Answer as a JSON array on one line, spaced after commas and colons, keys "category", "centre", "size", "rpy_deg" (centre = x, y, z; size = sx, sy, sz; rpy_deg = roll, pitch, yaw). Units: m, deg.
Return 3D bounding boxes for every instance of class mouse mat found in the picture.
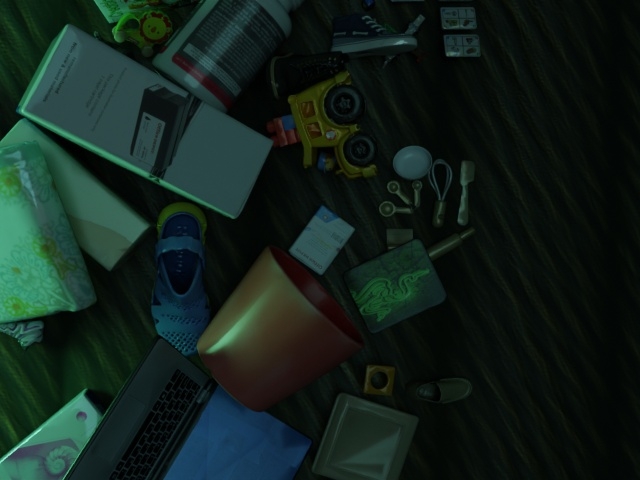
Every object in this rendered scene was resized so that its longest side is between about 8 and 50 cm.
[{"category": "mouse mat", "centre": [0.160, 0.099, 1.568], "size": [0.190, 0.007, 0.152], "rpy_deg": [-26, 94, 5]}]

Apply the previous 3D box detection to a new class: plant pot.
[{"category": "plant pot", "centre": [-0.091, 0.186, 1.442], "size": [0.243, 0.275, 0.275], "rpy_deg": [-43, 96, 6]}]

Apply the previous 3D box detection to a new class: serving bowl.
[{"category": "serving bowl", "centre": [0.198, -0.161, 1.560], "size": [0.083, 0.027, 0.083], "rpy_deg": [-5, 62, 10]}]

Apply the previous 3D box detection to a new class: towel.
[{"category": "towel", "centre": [-0.631, 0.002, 1.359], "size": [0.375, 0.090, 0.320], "rpy_deg": [-10, 111, 16]}]

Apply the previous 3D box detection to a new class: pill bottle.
[{"category": "pill bottle", "centre": [-0.169, -0.413, 1.447], "size": [0.176, 0.176, 0.318], "rpy_deg": [39, 87, -6]}]

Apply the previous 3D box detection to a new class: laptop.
[{"category": "laptop", "centre": [-0.248, 0.452, 1.386], "size": [0.236, 0.408, 0.381], "rpy_deg": [21, 69, 24]}]

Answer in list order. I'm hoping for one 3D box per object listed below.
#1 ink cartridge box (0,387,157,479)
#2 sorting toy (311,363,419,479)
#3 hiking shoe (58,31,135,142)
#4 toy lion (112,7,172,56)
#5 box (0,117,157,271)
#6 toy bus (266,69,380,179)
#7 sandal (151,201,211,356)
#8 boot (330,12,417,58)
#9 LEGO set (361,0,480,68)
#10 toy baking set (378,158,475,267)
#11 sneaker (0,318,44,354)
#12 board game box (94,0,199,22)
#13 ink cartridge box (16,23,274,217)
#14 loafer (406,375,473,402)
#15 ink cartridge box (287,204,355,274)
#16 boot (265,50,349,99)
[{"category": "ink cartridge box", "centre": [-0.500, 0.530, 1.482], "size": [0.330, 0.071, 0.324], "rpy_deg": [-40, 96, -6]}, {"category": "sorting toy", "centre": [0.095, 0.431, 1.564], "size": [0.196, 0.047, 0.347], "rpy_deg": [20, 89, -11]}, {"category": "hiking shoe", "centre": [-0.472, -0.305, 1.471], "size": [0.114, 0.086, 0.226], "rpy_deg": [32, 83, 9]}, {"category": "toy lion", "centre": [-0.353, -0.426, 1.467], "size": [0.100, 0.034, 0.096], "rpy_deg": [23, 115, -38]}, {"category": "box", "centre": [-0.482, -0.087, 1.433], "size": [0.311, 0.148, 0.121], "rpy_deg": [41, 88, -5]}, {"category": "toy bus", "centre": [0.005, -0.214, 1.498], "size": [0.212, 0.149, 0.220], "rpy_deg": [-18, 96, 7]}, {"category": "sandal", "centre": [-0.280, 0.090, 1.450], "size": [0.126, 0.138, 0.317], "rpy_deg": [-5, 107, -8]}, {"category": "boot", "centre": [0.107, -0.428, 1.502], "size": [0.190, 0.069, 0.086], "rpy_deg": [1, 89, 24]}, {"category": "LEGO set", "centre": [0.211, -0.468, 1.570], "size": [0.245, 0.060, 0.182], "rpy_deg": [-3, 79, -8]}, {"category": "toy baking set", "centre": [0.245, -0.064, 1.577], "size": [0.256, 0.030, 0.196], "rpy_deg": [-25, 94, -6]}, {"category": "sneaker", "centre": [-0.610, 0.197, 1.475], "size": [0.098, 0.038, 0.069], "rpy_deg": [-3, 91, -6]}, {"category": "board game box", "centre": [-0.330, -0.485, 1.361], "size": [0.193, 0.305, 0.053], "rpy_deg": [-15, 95, -6]}, {"category": "ink cartridge box", "centre": [-0.323, -0.207, 1.326], "size": [0.395, 0.285, 0.166], "rpy_deg": [28, 87, -26]}, {"category": "loafer", "centre": [0.261, 0.327, 1.578], "size": [0.148, 0.050, 0.056], "rpy_deg": [-6, 92, -7]}, {"category": "ink cartridge box", "centre": [0.000, 0.000, 1.538], "size": [0.089, 0.052, 0.122], "rpy_deg": [37, 86, -6]}, {"category": "boot", "centre": [-0.024, -0.338, 1.441], "size": [0.137, 0.198, 0.076], "rpy_deg": [-3, 121, 14]}]
